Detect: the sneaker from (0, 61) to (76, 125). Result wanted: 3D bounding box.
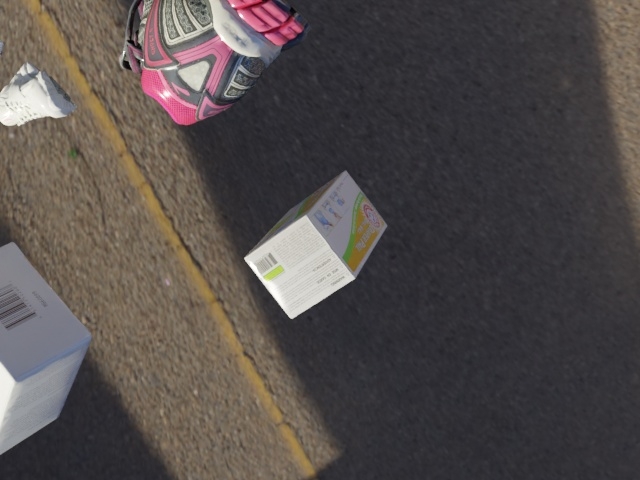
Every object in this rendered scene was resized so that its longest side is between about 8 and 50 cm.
[{"bbox_3d":[-0.509,-0.238,1.659,0.115,0.232,0.090,-44,120,-10],"label":"sneaker"}]

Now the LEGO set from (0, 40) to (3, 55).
[{"bbox_3d":[-0.498,-0.147,1.097,0.107,0.132,0.287,38,75,-48],"label":"LEGO set"}]

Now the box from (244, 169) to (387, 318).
[{"bbox_3d":[0.000,0.000,1.280,0.114,0.203,0.103,-34,98,25],"label":"box"}]

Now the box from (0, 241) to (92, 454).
[{"bbox_3d":[-0.314,0.111,0.921,0.091,0.130,0.170,-32,163,-42],"label":"box"}]

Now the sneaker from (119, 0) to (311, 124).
[{"bbox_3d":[-0.107,-0.165,0.741,0.121,0.299,0.112,42,90,-17],"label":"sneaker"}]
